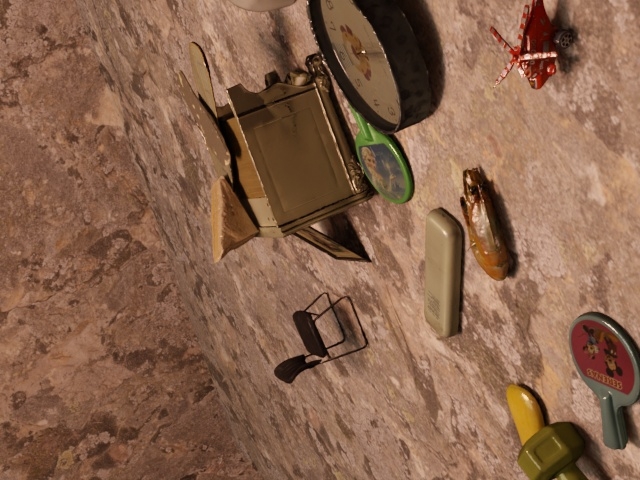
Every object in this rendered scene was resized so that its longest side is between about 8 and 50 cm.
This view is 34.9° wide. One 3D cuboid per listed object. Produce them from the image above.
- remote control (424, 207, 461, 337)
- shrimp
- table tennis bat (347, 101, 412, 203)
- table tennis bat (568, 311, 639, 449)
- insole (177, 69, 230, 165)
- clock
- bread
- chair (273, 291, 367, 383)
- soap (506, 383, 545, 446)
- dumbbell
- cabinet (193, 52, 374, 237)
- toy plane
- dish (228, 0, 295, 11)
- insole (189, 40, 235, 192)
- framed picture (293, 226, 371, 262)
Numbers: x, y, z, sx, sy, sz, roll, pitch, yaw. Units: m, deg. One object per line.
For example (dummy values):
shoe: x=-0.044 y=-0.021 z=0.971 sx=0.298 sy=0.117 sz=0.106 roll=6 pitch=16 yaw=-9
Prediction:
remote control: x=0.231 y=0.069 z=1.954 sx=0.090 sy=0.038 sz=0.309 roll=47 pitch=153 yaw=40
shrimp: x=0.270 y=-0.026 z=1.738 sx=0.115 sy=0.051 sz=0.217 roll=31 pitch=145 yaw=59
table tennis bat: x=0.105 y=-0.184 z=1.960 sx=0.160 sy=0.039 sz=0.257 roll=11 pitch=128 yaw=62
table tennis bat: x=0.457 y=0.225 z=1.614 sx=0.153 sy=0.040 sz=0.244 roll=26 pitch=134 yaw=57
insole: x=-0.241 y=-0.252 z=2.097 sx=0.247 sy=0.011 sz=0.081 roll=59 pitch=156 yaw=23
clock: x=0.078 y=-0.326 z=1.757 sx=0.312 sy=0.061 sz=0.312 roll=55 pitch=166 yaw=20
bread: x=-0.210 y=-0.044 z=2.120 sx=0.152 sy=0.105 sz=0.077 roll=56 pitch=152 yaw=5
chair: x=-0.024 y=0.240 z=2.511 sx=0.145 sy=0.221 sz=0.140 roll=67 pitch=160 yaw=-11
soap: x=0.391 y=0.345 z=1.912 sx=0.089 sy=0.033 sz=0.168 roll=30 pitch=142 yaw=59
dumbbell: x=0.468 y=0.455 z=1.756 sx=0.302 sy=0.121 sz=0.108 roll=52 pitch=-174 yaw=25
cabinet: x=-0.086 y=-0.193 z=2.144 sx=0.290 sy=0.228 sz=0.317 roll=0 pitch=113 yaw=68
toy plane: x=0.282 y=-0.295 z=1.355 sx=0.126 sy=0.077 sz=0.194 roll=12 pitch=118 yaw=60
dish: x=-0.157 y=-0.563 z=2.015 sx=0.256 sy=0.117 sz=0.256 roll=49 pitch=154 yaw=33
insole: x=-0.224 y=-0.242 z=2.092 sx=0.119 sy=0.009 sz=0.348 roll=40 pitch=146 yaw=49
framed picture: x=0.000 y=0.000 z=2.320 sx=0.195 sy=0.010 sz=0.199 roll=30 pitch=170 yaw=-20
